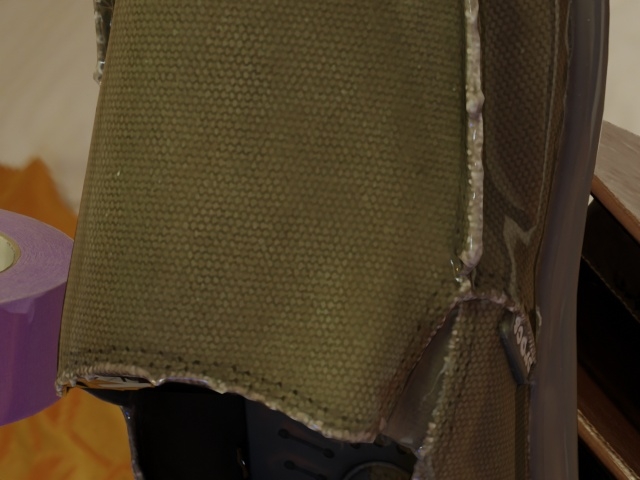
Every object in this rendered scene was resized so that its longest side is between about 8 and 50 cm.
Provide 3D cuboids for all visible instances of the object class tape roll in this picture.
[{"bbox_3d":[-0.302,0.044,1.187,0.274,0.090,0.275,5,16,-2],"label":"tape roll"}]

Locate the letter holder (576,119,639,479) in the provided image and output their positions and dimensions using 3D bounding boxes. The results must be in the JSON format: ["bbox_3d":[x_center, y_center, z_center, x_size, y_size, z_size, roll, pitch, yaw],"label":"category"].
[{"bbox_3d":[0.124,0.057,0.811,0.152,0.214,0.302,-56,39,18],"label":"letter holder"}]

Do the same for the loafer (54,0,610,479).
[{"bbox_3d":[0.000,0.000,0.325,0.094,0.251,0.087,2,22,32],"label":"loafer"}]
